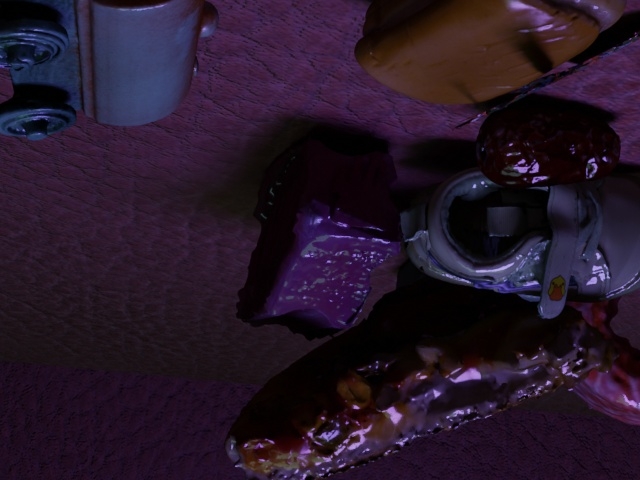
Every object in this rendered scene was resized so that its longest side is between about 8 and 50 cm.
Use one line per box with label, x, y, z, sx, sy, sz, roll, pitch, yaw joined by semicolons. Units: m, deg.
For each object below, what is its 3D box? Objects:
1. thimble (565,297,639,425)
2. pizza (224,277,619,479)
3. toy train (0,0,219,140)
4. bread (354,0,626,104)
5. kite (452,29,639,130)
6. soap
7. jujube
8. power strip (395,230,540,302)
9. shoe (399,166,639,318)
thimble;0.373;0.087;1.414;0.239;0.239;0.162;3;167;9
pizza;0.134;0.109;1.367;0.406;0.130;0.440;-16;-170;39
toy train;-0.160;-0.154;0.926;0.177;0.116;0.285;-5;167;-10
bread;0.119;-0.152;0.896;0.116;0.077;0.200;22;159;-27
kite;0.178;-0.120;0.928;0.198;0.006;0.244;-26;180;21
soap;0.000;0.000;1.310;0.112;0.182;0.289;10;170;-13
jujube;0.200;-0.081;1.135;0.129;0.077;0.077;3;166;-14
power strip;0.214;0.052;1.675;0.193;0.059;0.265;7;165;-7
shoe;0.207;-0.001;1.252;0.262;0.140;0.128;3;-176;6
